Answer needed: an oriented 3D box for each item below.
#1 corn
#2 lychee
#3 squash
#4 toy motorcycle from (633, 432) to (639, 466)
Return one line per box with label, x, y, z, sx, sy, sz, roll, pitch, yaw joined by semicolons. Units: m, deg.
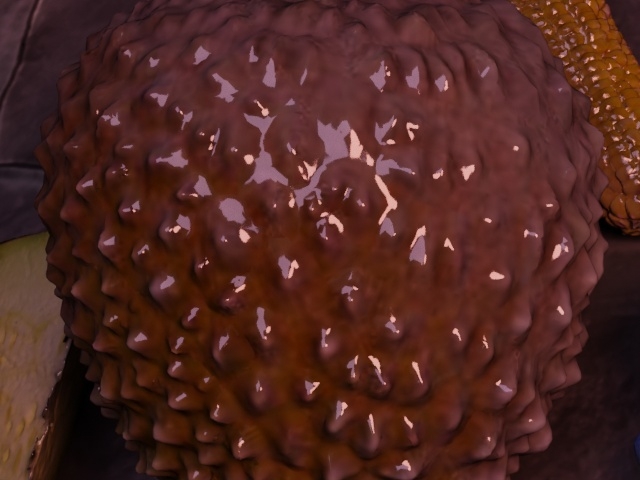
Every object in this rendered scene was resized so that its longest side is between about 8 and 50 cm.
corn;0.183;-0.128;1.418;0.101;0.101;0.291;-30;62;7
lychee;0.000;0.000;1.286;0.380;0.380;0.432;-5;82;18
squash;-0.253;0.104;1.458;0.155;0.204;0.236;16;77;3
toy motorcycle;0.327;0.161;1.207;0.319;0.182;0.241;21;78;24
